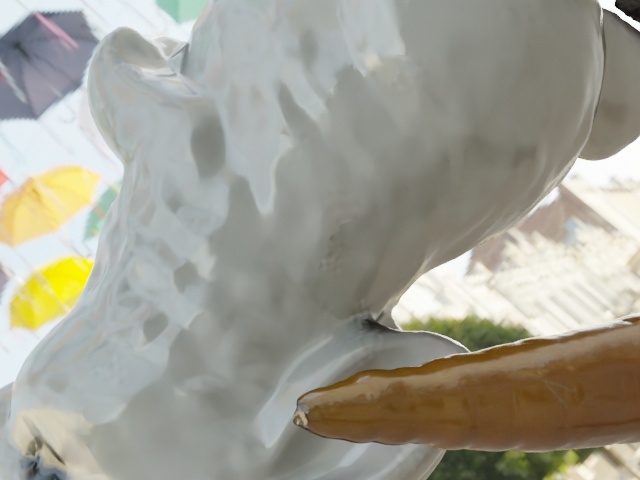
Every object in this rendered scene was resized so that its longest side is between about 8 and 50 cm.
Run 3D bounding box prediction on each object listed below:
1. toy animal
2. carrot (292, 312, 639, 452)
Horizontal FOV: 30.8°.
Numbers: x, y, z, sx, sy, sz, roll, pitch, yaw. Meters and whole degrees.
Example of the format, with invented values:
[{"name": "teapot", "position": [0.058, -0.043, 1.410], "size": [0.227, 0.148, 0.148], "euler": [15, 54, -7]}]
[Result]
[{"name": "toy animal", "position": [0.000, 0.000, 0.534], "size": [0.194, 0.258, 0.357], "euler": [125, 169, -82]}, {"name": "carrot", "position": [0.145, 0.049, 0.460], "size": [0.336, 0.069, 0.069], "euler": [-4, -39, -27]}]
